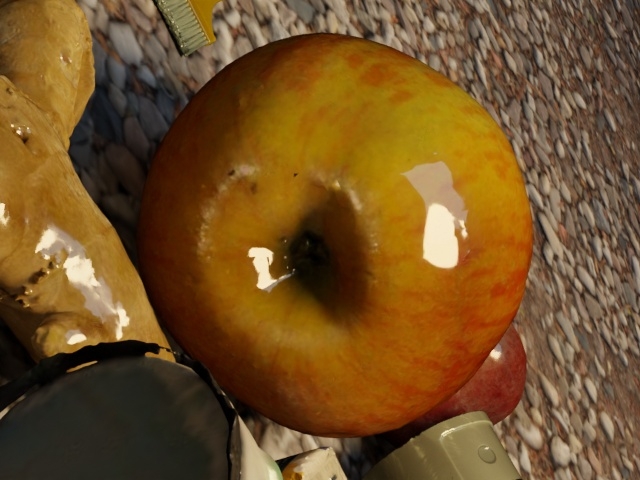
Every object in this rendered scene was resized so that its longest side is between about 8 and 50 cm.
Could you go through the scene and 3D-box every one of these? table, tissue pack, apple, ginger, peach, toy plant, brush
[{"bbox_3d":[0.135,0.264,1.430,0.126,0.126,0.220,9,46,-59],"label":"table"},{"bbox_3d":[-0.030,0.185,1.292,0.042,0.083,0.062,65,27,-8],"label":"tissue pack"},{"bbox_3d":[0.000,0.000,1.280,0.301,0.301,0.301,41,37,-41],"label":"apple"},{"bbox_3d":[-0.209,-0.029,1.094,0.348,0.122,0.363,63,16,10],"label":"ginger"},{"bbox_3d":[0.107,0.121,1.539,0.152,0.152,0.152,41,37,-41],"label":"peach"},{"bbox_3d":[-0.071,0.240,1.059,0.332,0.247,0.247,53,30,-39],"label":"toy plant"},{"bbox_3d":[-0.095,-0.221,1.563,0.083,0.011,0.205,63,27,-7],"label":"brush"}]
